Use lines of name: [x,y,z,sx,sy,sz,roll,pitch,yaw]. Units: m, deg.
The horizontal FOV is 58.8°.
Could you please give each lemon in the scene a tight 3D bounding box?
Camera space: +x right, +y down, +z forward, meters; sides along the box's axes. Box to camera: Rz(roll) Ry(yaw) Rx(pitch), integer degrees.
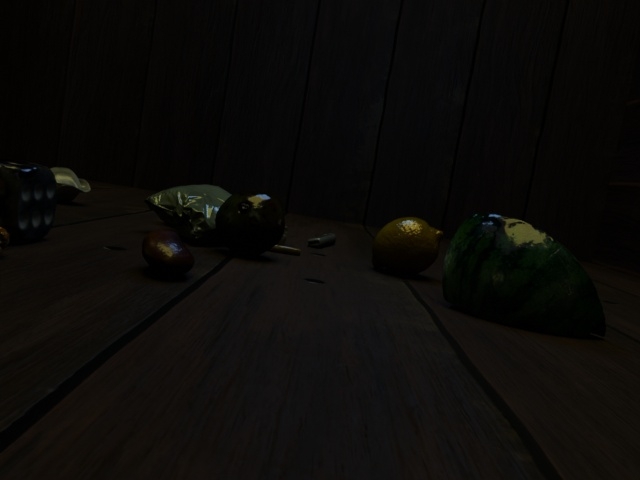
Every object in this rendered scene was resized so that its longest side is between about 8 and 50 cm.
lemon: [0.265,0.018,1.765,0.244,0.186,0.187,-22,-7,22]

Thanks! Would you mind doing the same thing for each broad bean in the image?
broad bean: [-0.325,0.030,1.208,0.114,0.084,0.165,11,10,-32]

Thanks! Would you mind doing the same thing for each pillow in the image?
pillow: [-0.368,-0.091,1.807,0.283,0.138,0.310,34,27,29]

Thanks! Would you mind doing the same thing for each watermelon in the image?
watermelon: [0.441,0.118,1.320,0.222,0.319,0.292,-32,17,-22]

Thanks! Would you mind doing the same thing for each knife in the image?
knife: [0.003,0.000,2.189,0.073,0.040,0.265,-1,4,13]

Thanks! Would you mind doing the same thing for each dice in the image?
dice: [-0.726,-0.096,1.295,0.183,0.181,0.182,10,8,0]

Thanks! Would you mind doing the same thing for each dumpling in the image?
dumpling: [-1.002,-0.216,2.200,0.250,0.132,0.162,14,11,36]

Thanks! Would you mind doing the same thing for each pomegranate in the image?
pomegranate: [-0.199,-0.038,1.653,0.202,0.202,0.248,10,-22,9]

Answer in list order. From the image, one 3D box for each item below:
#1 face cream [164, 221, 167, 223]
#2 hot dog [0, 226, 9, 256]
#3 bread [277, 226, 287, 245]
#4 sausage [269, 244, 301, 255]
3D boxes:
face cream: [-0.517,-0.061,2.021,0.083,0.021,0.040,11,3,16]
hot dog: [-0.725,-0.017,1.105,0.250,0.068,0.100,13,-3,12]
bread: [-0.163,-0.021,1.970,0.083,0.070,0.077,9,5,21]
sausage: [-0.128,0.027,1.798,0.132,0.024,0.024,10,6,-5]
